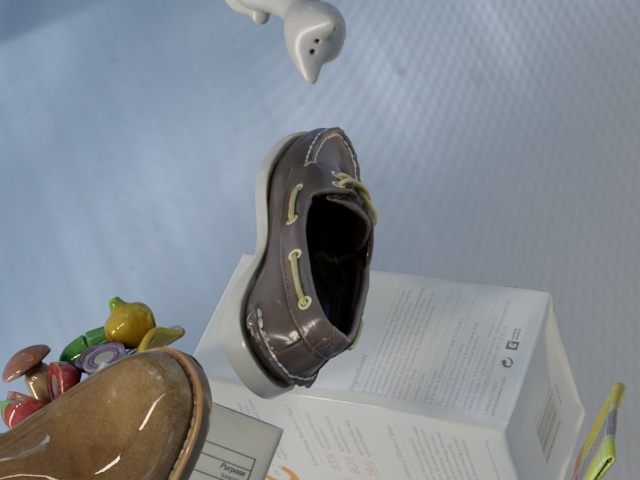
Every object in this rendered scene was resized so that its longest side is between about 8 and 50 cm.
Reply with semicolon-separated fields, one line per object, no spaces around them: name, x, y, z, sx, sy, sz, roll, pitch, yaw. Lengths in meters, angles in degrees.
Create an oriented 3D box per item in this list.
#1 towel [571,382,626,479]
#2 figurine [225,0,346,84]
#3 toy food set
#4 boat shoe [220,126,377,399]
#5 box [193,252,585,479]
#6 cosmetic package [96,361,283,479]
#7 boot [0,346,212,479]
towel;0.147;0.116;0.866;0.009;0.083;0.060;24;115;4
figurine;-0.012;-0.273;1.493;0.209;0.092;0.214;-123;42;-51
toy food set;-0.229;0.117;1.453;0.071;0.218;0.128;56;-177;-9
boat shoe;0.000;0.000;1.393;0.097;0.324;0.116;-26;117;28
box;0.071;0.158;1.670;0.345;0.168;0.215;7;144;25
cosmetic package;-0.154;0.255;1.245;0.129;0.153;0.296;159;134;-80
boot;-0.196;0.162;0.936;0.305;0.115;0.112;-39;50;7
